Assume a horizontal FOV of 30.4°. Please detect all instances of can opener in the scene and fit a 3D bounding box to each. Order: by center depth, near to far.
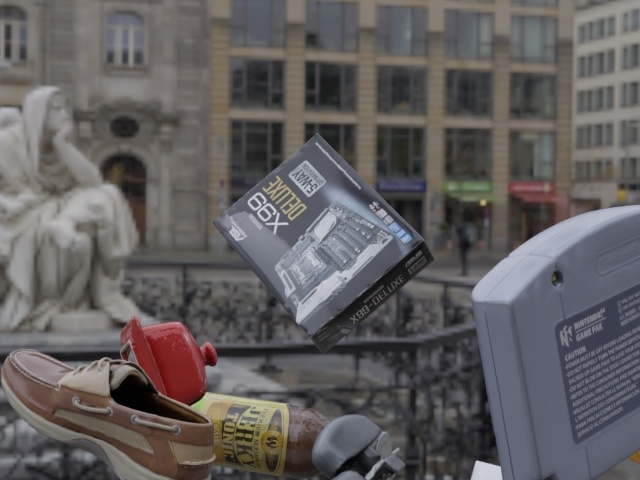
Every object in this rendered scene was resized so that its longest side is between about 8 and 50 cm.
[{"bbox_3d":[0.003,0.229,1.034,0.093,0.074,0.280,38,16,11],"label":"can opener"}]

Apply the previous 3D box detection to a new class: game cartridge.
[{"bbox_3d":[0.237,0.076,0.970,0.294,0.196,0.060,-18,15,-41],"label":"game cartridge"}]

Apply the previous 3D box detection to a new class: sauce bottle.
[{"bbox_3d":[-0.065,0.293,1.751,0.344,0.111,0.111,3,2,23],"label":"sauce bottle"}]

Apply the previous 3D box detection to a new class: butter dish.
[{"bbox_3d":[-0.199,0.173,1.620,0.118,0.160,0.160,-19,-8,-20],"label":"butter dish"}]

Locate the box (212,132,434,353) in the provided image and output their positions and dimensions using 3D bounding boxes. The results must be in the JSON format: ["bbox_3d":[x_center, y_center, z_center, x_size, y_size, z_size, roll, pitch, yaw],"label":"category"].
[{"bbox_3d":[0.000,0.000,1.964,0.307,0.242,0.076,48,-4,34],"label":"box"}]

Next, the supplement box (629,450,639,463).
[{"bbox_3d":[0.517,0.306,1.861,0.080,0.078,0.233,-19,25,-35],"label":"supplement box"}]

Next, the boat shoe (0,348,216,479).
[{"bbox_3d":[-0.253,0.198,1.437,0.324,0.116,0.123,24,14,24],"label":"boat shoe"}]

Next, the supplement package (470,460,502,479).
[{"bbox_3d":[0.240,0.315,1.121,0.134,0.139,0.244,6,-20,41],"label":"supplement package"}]
